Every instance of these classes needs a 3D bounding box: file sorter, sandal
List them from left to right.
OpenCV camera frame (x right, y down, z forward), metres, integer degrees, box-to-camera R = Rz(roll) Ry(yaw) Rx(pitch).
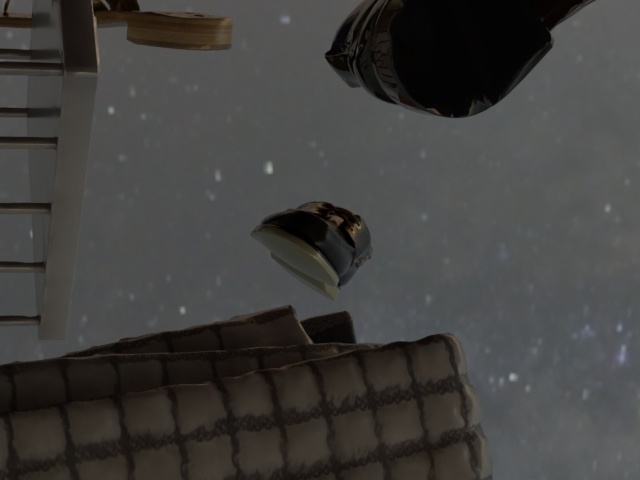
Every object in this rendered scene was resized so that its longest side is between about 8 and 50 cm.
[{"bbox_3d":[-0.235,-0.089,0.939,0.173,0.277,0.192,0,-123,-13],"label":"file sorter"},{"bbox_3d":[-0.168,-0.192,1.158,0.240,0.079,0.088,10,-167,27],"label":"sandal"}]

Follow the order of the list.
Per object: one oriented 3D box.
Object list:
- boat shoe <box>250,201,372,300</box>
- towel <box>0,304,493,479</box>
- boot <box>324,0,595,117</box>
[{"bbox_3d":[-0.002,-0.001,0.758,0.049,0.133,0.042,34,-93,9],"label":"boat shoe"},{"bbox_3d":[-0.069,0.153,0.465,0.284,0.121,0.235,-10,-98,-32],"label":"towel"},{"bbox_3d":[0.094,-0.132,0.664,0.219,0.082,0.106,-36,-163,-15],"label":"boot"}]
